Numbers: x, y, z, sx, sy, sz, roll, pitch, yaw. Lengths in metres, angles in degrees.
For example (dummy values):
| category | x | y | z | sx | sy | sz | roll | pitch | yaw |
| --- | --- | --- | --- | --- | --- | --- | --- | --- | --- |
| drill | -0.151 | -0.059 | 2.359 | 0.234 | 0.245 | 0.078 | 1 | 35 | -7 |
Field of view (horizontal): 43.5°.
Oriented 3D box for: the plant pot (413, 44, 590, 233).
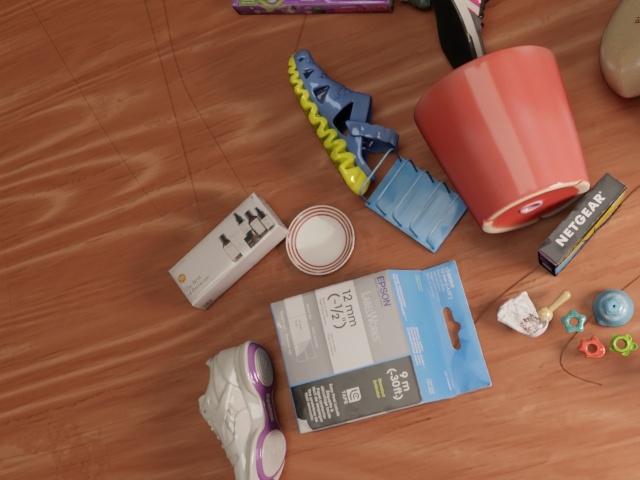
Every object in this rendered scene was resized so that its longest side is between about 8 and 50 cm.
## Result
| category | x | y | z | sx | sy | sz | roll | pitch | yaw |
| --- | --- | --- | --- | --- | --- | --- | --- | --- | --- |
| plant pot | 0.325 | -0.160 | 1.390 | 0.275 | 0.275 | 0.243 | -22 | 73 | 11 |

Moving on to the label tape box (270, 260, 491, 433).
| category | x | y | z | sx | sy | sz | roll | pitch | yaw |
| --- | --- | --- | --- | --- | --- | --- | --- | --- | --- |
| label tape box | 0.106 | 0.191 | 1.471 | 0.348 | 0.115 | 0.249 | -18 | 74 | 14 |

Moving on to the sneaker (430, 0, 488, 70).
| category | x | y | z | sx | sy | sz | roll | pitch | yaw |
| --- | --- | --- | --- | --- | --- | --- | --- | --- | --- |
| sneaker | 0.305 | -0.469 | 1.550 | 0.178 | 0.124 | 0.295 | -24 | 101 | -16 |

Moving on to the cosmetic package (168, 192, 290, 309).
| category | x | y | z | sx | sy | sz | roll | pitch | yaw |
| --- | --- | --- | --- | --- | --- | --- | --- | --- | --- |
| cosmetic package | -0.185 | 0.022 | 1.611 | 0.239 | 0.060 | 0.099 | -43 | 65 | 7 |

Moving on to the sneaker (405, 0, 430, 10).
| category | x | y | z | sx | sy | sz | roll | pitch | yaw |
| --- | --- | --- | --- | --- | --- | --- | --- | --- | --- |
| sneaker | 0.232 | -0.535 | 1.620 | 0.076 | 0.065 | 0.166 | 38 | 94 | 3 |

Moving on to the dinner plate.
| category | x | y | z | sx | sy | sz | roll | pitch | yaw |
| --- | --- | --- | --- | --- | --- | --- | --- | --- | --- |
| dinner plate | 0.000 | 0.000 | 1.592 | 0.141 | 0.017 | 0.141 | -3 | 78 | 15 |

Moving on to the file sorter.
| category | x | y | z | sx | sy | sz | roll | pitch | yaw |
| --- | --- | --- | --- | --- | --- | --- | --- | --- | --- |
| file sorter | 0.175 | -0.079 | 1.511 | 0.170 | 0.104 | 0.118 | 36 | 90 | 20 |

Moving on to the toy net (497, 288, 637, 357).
| category | x | y | z | sx | sy | sz | roll | pitch | yaw |
| --- | --- | --- | --- | --- | --- | --- | --- | --- | --- |
| toy net | 0.433 | 0.148 | 1.423 | 0.232 | 0.045 | 0.122 | -3 | 80 | 17 |

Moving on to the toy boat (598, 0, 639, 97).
| category | x | y | z | sx | sy | sz | roll | pitch | yaw |
| --- | --- | --- | --- | --- | --- | --- | --- | --- | --- |
| toy boat | 0.644 | -0.345 | 1.386 | 0.318 | 0.148 | 0.267 | 25 | 82 | 52 |

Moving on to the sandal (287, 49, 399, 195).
| category | x | y | z | sx | sy | sz | roll | pitch | yaw |
| --- | --- | --- | --- | --- | --- | --- | --- | --- | --- |
| sandal | 0.046 | -0.248 | 1.583 | 0.138 | 0.126 | 0.317 | -32 | 80 | 4 |

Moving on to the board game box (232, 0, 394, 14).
| category | x | y | z | sx | sy | sz | roll | pitch | yaw |
| --- | --- | --- | --- | --- | --- | --- | --- | --- | --- |
| board game box | -0.008 | -0.584 | 1.700 | 0.347 | 0.056 | 0.208 | 5 | 76 | 17 |

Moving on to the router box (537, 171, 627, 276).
| category | x | y | z | sx | sy | sz | roll | pitch | yaw |
| --- | --- | --- | --- | --- | --- | --- | --- | --- | --- |
| router box | 0.454 | -0.025 | 1.403 | 0.046 | 0.133 | 0.179 | 42 | 93 | 19 |

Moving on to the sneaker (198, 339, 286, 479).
| category | x | y | z | sx | sy | sz | roll | pitch | yaw |
| --- | --- | --- | --- | --- | --- | --- | --- | --- | --- |
| sneaker | -0.152 | 0.351 | 1.530 | 0.152 | 0.114 | 0.305 | -16 | 70 | 27 |
